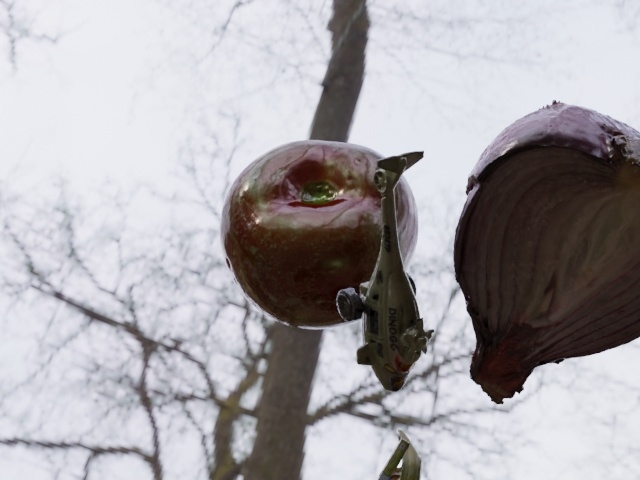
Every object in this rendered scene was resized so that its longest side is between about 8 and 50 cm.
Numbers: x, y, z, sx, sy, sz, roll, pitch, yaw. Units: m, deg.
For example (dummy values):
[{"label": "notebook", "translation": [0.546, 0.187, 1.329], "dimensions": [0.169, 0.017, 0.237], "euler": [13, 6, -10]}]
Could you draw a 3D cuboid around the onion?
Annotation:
[{"label": "onion", "translation": [0.261, 0.009, 1.449], "dimensions": [0.267, 0.159, 0.348], "euler": [33, -54, 0]}]

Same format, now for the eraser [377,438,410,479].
[{"label": "eraser", "translation": [0.114, 0.359, 2.152], "dimensions": [0.019, 0.083, 0.038], "euler": [33, -24, 5]}]

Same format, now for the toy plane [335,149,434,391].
[{"label": "toy plane", "translation": [0.078, 0.039, 1.476], "dimensions": [0.108, 0.092, 0.286], "euler": [24, -57, 56]}]

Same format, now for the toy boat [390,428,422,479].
[{"label": "toy boat", "translation": [0.135, 0.399, 2.242], "dimensions": [0.066, 0.172, 0.065], "euler": [4, -33, 10]}]

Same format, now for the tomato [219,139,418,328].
[{"label": "tomato", "translation": [0.000, 0.000, 1.819], "dimensions": [0.270, 0.270, 0.222], "euler": [10, -42, 9]}]
